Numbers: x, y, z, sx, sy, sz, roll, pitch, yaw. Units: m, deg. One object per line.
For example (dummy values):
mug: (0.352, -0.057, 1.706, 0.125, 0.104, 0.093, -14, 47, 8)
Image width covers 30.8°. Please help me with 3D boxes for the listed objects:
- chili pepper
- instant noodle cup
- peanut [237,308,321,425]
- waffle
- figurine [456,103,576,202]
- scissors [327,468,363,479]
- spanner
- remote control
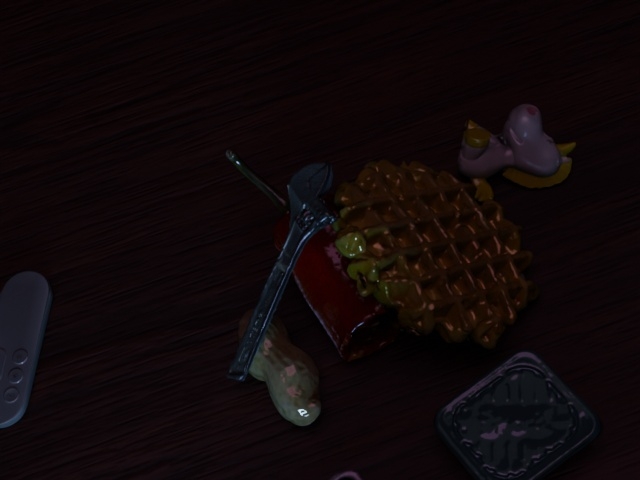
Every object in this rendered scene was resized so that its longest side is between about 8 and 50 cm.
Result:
chili pepper: (0.002, 0.001, 1.659, 0.131, 0.134, 0.338, -26, 64, -19)
instant noodle cup: (0.256, 0.248, 1.526, 0.179, 0.070, 0.157, -34, 61, -11)
peanut: (-0.056, 0.174, 1.608, 0.082, 0.082, 0.187, -35, 62, -12)
waffle: (0.155, 0.007, 1.599, 0.329, 0.062, 0.329, 15, 49, -18)
figurine: (0.290, -0.133, 1.735, 0.178, 0.109, 0.129, -14, 86, 0)
scissors: (-0.026, 0.355, 1.536, 0.189, 0.015, 0.100, -4, 63, 7)
spanner: (-0.055, 0.042, 1.572, 0.093, 0.026, 0.325, 28, 96, 36)
remote control: (-0.449, 0.157, 1.703, 0.077, 0.022, 0.245, 2, 62, 7)
